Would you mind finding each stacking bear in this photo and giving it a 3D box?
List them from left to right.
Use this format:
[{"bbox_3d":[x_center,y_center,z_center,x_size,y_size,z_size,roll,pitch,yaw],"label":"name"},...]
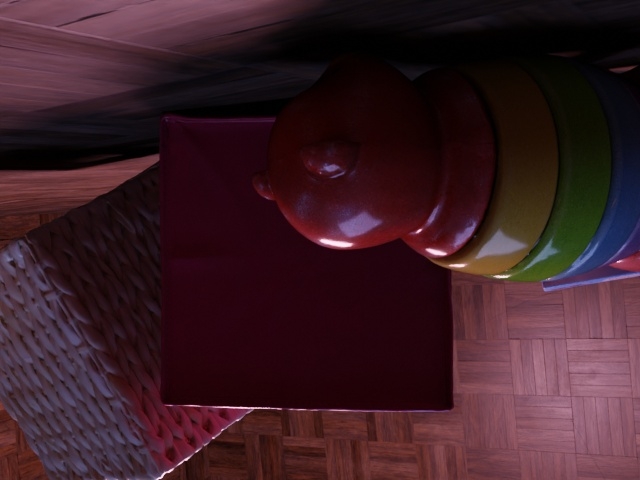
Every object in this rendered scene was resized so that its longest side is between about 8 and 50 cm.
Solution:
[{"bbox_3d":[0.104,-0.053,0.535,0.289,0.164,0.175,-1,180,-24],"label":"stacking bear"}]

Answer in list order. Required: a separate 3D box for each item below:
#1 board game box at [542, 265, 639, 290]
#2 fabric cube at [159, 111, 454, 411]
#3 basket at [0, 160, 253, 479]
[{"bbox_3d":[0.274,-0.054,0.667,0.212,0.160,0.039,-11,171,17],"label":"board game box"},{"bbox_3d":[0.000,0.012,0.801,0.254,0.258,0.258,1,-179,7],"label":"fabric cube"},{"bbox_3d":[-0.251,0.113,1.047,0.328,0.331,0.266,-21,-169,47],"label":"basket"}]
